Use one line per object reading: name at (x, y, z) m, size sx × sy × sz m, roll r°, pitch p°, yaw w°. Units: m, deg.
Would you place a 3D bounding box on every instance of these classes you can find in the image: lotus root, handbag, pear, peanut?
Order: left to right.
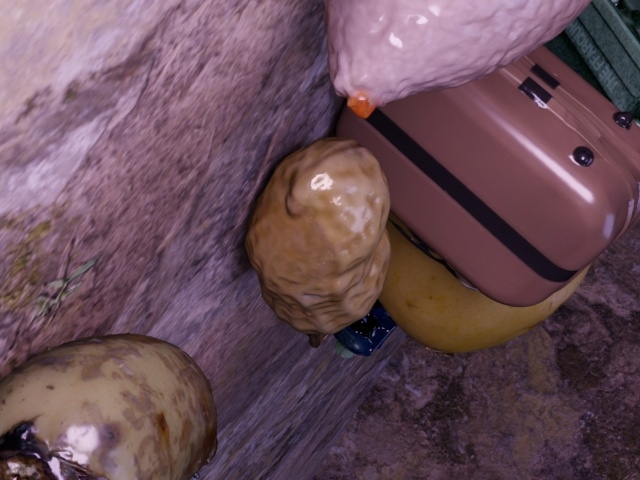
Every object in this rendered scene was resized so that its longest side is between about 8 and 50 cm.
lotus root at (-0.166, 0.154, 0.977) m, size 0.173 × 0.173 × 0.309 m, roll -56°, pitch 170°, yaw 10°
peanut at (0.000, 0.000, 1.289) m, size 0.147 × 0.147 × 0.305 m, roll -52°, pitch 164°, yaw -14°
pear at (0.189, -0.017, 1.643) m, size 0.309 × 0.309 × 0.309 m, roll -52°, pitch 170°, yaw -13°
handbag at (0.155, -0.070, 1.314) m, size 0.149 × 0.302 × 0.283 m, roll -43°, pitch 171°, yaw -39°

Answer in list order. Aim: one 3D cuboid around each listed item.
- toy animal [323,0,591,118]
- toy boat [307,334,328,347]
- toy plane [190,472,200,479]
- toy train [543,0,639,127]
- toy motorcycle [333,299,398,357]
toy animal at (0.123, -0.229, 0.928) m, size 0.358 × 0.188 × 0.226 m, roll -52°, pitch 164°, yaw -7°
toy boat at (0.005, 0.067, 1.731) m, size 0.116 × 0.061 × 0.188 m, roll -50°, pitch 169°, yaw -15°
toy plane at (-0.187, 0.326, 1.780) m, size 0.080 × 0.033 × 0.083 m, roll -67°, pitch 168°, yaw 6°
toy train at (0.279, -0.220, 1.370) m, size 0.138 × 0.330 × 0.178 m, roll 2°, pitch 140°, yaw -39°
toy motorcycle at (0.120, 0.071, 2.127) m, size 0.331 × 0.125 × 0.196 m, roll -53°, pitch 172°, yaw 17°
